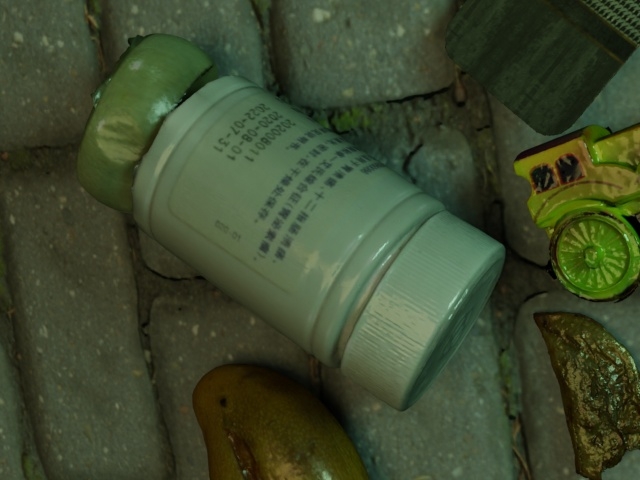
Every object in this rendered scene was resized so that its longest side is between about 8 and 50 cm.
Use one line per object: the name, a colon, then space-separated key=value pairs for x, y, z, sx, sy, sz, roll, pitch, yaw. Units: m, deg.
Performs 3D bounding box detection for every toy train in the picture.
toy train: x=0.314 y=-0.052 z=0.964 sx=0.296 sy=0.100 sz=0.161 roll=-19 pitch=89 yaw=31

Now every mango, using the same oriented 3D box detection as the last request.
mango: x=-0.040 y=0.260 z=1.216 sx=0.177 sy=0.120 sz=0.295 roll=-38 pitch=82 yaw=28

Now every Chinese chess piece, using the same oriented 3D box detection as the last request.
Chinese chess piece: x=-0.177 y=-0.120 z=1.169 sx=0.083 sy=0.188 sz=0.188 roll=26 pitch=113 yaw=3

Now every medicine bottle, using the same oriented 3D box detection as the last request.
medicine bottle: x=0.000 y=0.000 z=1.097 sx=0.332 sy=0.190 sz=0.190 roll=35 pitch=115 yaw=19

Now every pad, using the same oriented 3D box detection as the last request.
pad: x=0.257 y=-0.179 z=0.929 sx=0.250 sy=0.055 sz=0.323 roll=-53 pitch=41 yaw=17

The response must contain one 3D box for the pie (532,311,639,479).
pie: x=0.261 y=0.144 z=1.076 sx=0.092 sy=0.034 sz=0.170 roll=-13 pitch=88 yaw=32
